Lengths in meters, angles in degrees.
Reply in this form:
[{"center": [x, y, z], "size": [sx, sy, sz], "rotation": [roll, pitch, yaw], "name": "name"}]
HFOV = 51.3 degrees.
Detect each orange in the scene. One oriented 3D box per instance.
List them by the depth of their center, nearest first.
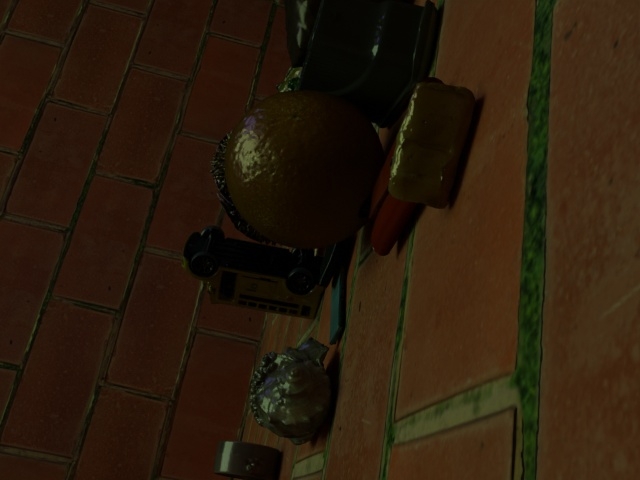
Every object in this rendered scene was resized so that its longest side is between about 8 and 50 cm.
[{"center": [-0.024, -0.115, 1.106], "size": [0.274, 0.274, 0.274], "rotation": [-167, 90, -83], "name": "orange"}]

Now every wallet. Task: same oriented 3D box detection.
[{"center": [0.112, -0.092, 0.867], "size": [0.204, 0.045, 0.142], "rotation": [112, 169, -51], "name": "wallet"}, {"center": [0.027, 0.022, 1.372], "size": [0.244, 0.025, 0.124], "rotation": [-83, 11, -85], "name": "wallet"}]

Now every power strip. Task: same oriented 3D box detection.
[{"center": [-0.175, 0.523, 1.579], "size": [0.154, 0.154, 0.078], "rotation": [118, 163, -64], "name": "power strip"}]

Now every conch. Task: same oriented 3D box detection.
[{"center": [-0.038, 0.271, 1.168], "size": [0.178, 0.163, 0.245], "rotation": [-44, -30, -29], "name": "conch"}]

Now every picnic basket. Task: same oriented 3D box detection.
[{"center": [0.045, -0.507, 1.343], "size": [0.291, 0.254, 0.321], "rotation": [-137, 47, -81], "name": "picnic basket"}]

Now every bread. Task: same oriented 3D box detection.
[{"center": [0.119, -0.103, 0.718], "size": [0.053, 0.074, 0.132], "rotation": [-28, -45, -74], "name": "bread"}]

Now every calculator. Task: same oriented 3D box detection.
[{"center": [0.031, 0.118, 1.233], "size": [0.172, 0.018, 0.057], "rotation": [-85, 11, -53], "name": "calculator"}]

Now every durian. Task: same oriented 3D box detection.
[{"center": [-0.134, -0.166, 1.835], "size": [0.384, 0.347, 0.348], "rotation": [101, 180, -66], "name": "durian"}]

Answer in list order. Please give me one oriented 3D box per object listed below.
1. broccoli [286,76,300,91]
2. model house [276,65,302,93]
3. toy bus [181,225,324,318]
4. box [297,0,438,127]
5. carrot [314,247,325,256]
[{"center": [-0.046, -0.227, 1.534], "size": [0.265, 0.245, 0.295], "rotation": [-28, 47, 34], "name": "broccoli"}, {"center": [-0.016, -0.419, 1.823], "size": [0.193, 0.174, 0.234], "rotation": [-46, 12, 16], "name": "model house"}, {"center": [-0.158, 0.081, 1.557], "size": [0.145, 0.331, 0.151], "rotation": [-88, 10, -60], "name": "toy bus"}, {"center": [0.065, -0.292, 1.088], "size": [0.274, 0.178, 0.138], "rotation": [128, 155, -76], "name": "box"}, {"center": [0.000, 0.000, 1.658], "size": [0.037, 0.037, 0.190], "rotation": [131, 151, -76], "name": "carrot"}]
